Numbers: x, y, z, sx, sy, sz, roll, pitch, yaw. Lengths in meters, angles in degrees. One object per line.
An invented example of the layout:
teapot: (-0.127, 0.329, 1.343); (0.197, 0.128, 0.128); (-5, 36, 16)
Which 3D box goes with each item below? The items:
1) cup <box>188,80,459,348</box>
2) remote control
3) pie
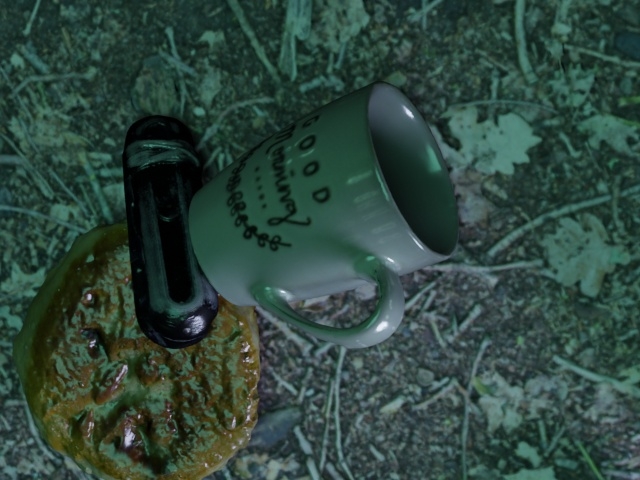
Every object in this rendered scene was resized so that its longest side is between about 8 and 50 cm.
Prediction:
cup: (0.000, 0.000, 1.425); (0.234, 0.186, 0.258); (-24, 52, 23)
remote control: (-0.156, -0.020, 1.493); (0.090, 0.066, 0.266); (0, 66, -21)
pie: (-0.197, 0.133, 1.582); (0.315, 0.092, 0.315); (3, 100, 14)
